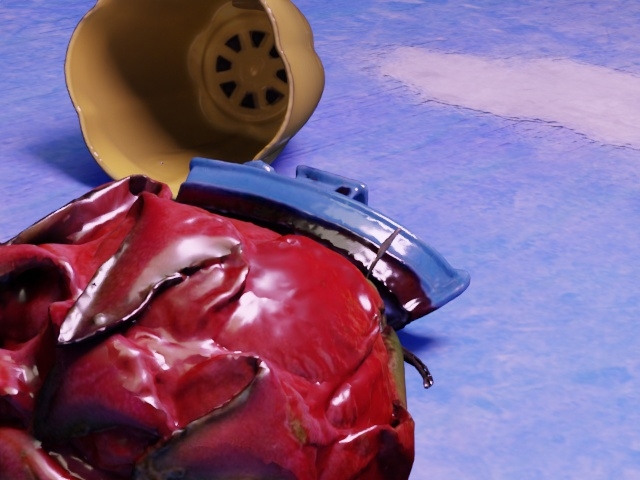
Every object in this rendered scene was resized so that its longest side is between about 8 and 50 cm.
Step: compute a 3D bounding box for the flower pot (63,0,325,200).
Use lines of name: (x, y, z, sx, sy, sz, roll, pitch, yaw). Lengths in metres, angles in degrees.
flower pot: (-0.087, -0.137, 1.224, 0.195, 0.195, 0.179, 14, 13, 15)

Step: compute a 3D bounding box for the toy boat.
toy boat: (0.000, 0.000, 1.031, 0.223, 0.100, 0.097, 20, 42, 23)

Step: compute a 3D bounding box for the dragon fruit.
dragon fruit: (-0.054, 0.067, 0.704, 0.233, 0.234, 0.293, 19, 45, 25)
